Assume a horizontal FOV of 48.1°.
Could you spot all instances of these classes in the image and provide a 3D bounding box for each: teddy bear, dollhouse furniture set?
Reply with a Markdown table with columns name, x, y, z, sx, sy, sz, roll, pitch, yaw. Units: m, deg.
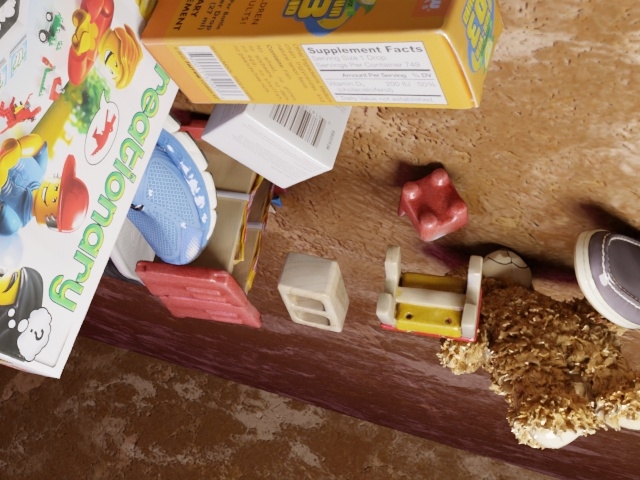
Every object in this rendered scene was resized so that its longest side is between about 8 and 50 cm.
| name | x | y | z | sx | sy | sz | roll | pitch | yaw |
| --- | --- | --- | --- | --- | --- | --- | --- | --- | --- |
| teddy bear | 0.243 | 0.105 | 0.813 | 0.245 | 0.338 | 0.113 | -6 | 116 | 8 |
| dollhouse furniture set | 0.000 | 0.000 | 0.824 | 0.374 | 0.201 | 0.152 | 8 | 157 | 12 |

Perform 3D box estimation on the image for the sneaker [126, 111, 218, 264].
| name | x | y | z | sx | sy | sz | roll | pitch | yaw |
| --- | --- | --- | --- | --- | --- | --- | --- | --- | --- |
| sneaker | -0.218 | -0.085 | 0.641 | 0.129 | 0.147 | 0.330 | 5 | 141 | 40 |

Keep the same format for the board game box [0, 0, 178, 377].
| name | x | y | z | sx | sy | sz | roll | pitch | yaw |
| --- | --- | --- | --- | --- | --- | --- | --- | --- | --- |
| board game box | -0.185 | -0.085 | 0.459 | 0.053 | 0.305 | 0.193 | 9 | 160 | 24 |

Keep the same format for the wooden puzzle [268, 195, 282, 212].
| name | x | y | z | sx | sy | sz | roll | pitch | yaw |
| --- | --- | --- | --- | --- | --- | --- | --- | --- | --- |
| wooden puzzle | -0.103 | -0.062 | 1.000 | 0.116 | 0.014 | 0.078 | 14 | 162 | 15 |

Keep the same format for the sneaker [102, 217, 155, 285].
| name | x | y | z | sx | sy | sz | roll | pitch | yaw |
| --- | --- | --- | --- | --- | --- | --- | --- | --- | --- |
| sneaker | -0.382 | 0.013 | 1.291 | 0.146 | 0.105 | 0.296 | 12 | 162 | 6 |

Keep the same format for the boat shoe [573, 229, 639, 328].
| name | x | y | z | sx | sy | sz | roll | pitch | yaw |
| --- | --- | --- | --- | --- | --- | --- | --- | --- | --- |
| boat shoe | 0.381 | 0.055 | 0.754 | 0.285 | 0.103 | 0.092 | 27 | 153 | -28 |

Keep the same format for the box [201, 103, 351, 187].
| name | x | y | z | sx | sy | sz | roll | pitch | yaw |
| --- | --- | --- | --- | --- | --- | --- | --- | --- | --- |
| box | -0.037 | -0.121 | 0.673 | 0.101 | 0.102 | 0.087 | 30 | 155 | -27 |

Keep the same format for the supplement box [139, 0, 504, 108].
| name | x | y | z | sx | sy | sz | roll | pitch | yaw |
| --- | --- | --- | --- | --- | --- | --- | --- | --- | --- |
| supplement box | -0.004 | -0.141 | 0.484 | 0.233 | 0.078 | 0.080 | 8 | 156 | 28 |
